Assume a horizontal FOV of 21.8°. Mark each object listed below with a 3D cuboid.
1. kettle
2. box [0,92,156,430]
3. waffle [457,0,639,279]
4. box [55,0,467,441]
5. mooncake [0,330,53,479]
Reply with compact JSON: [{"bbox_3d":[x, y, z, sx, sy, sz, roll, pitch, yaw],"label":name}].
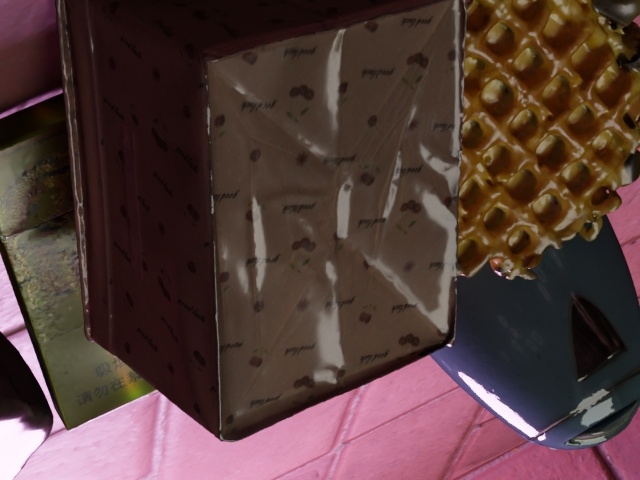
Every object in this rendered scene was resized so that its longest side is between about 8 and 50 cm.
[{"bbox_3d":[0.200,0.067,1.733,0.247,0.342,0.319,-28,168,-16],"label":"kettle"},{"bbox_3d":[-0.170,0.010,1.354,0.173,0.043,0.311,-24,134,-16],"label":"box"},{"bbox_3d":[0.179,-0.107,1.517,0.329,0.062,0.329,-9,115,-21],"label":"waffle"},{"bbox_3d":[-0.038,-0.046,1.191,0.225,0.190,0.297,-20,125,-31],"label":"box"},{"bbox_3d":[-0.394,0.167,1.430,0.306,0.154,0.306,-28,160,-11],"label":"mooncake"}]
